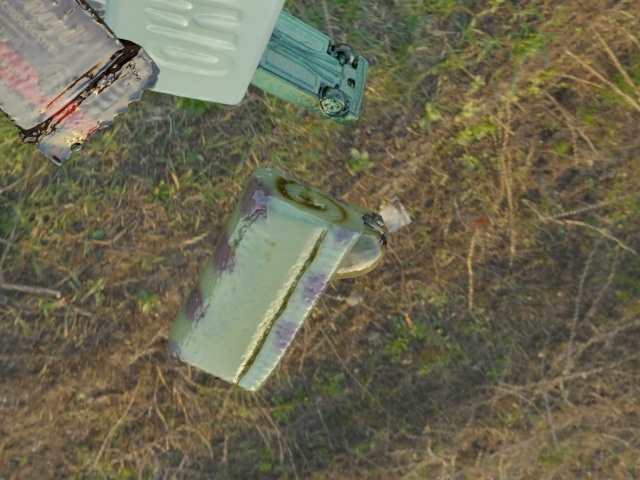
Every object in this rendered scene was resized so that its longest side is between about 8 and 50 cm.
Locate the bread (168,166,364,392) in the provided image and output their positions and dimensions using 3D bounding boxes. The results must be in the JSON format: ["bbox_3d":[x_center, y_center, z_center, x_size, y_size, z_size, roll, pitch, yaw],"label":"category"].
[{"bbox_3d":[-0.093,0.065,1.224,0.187,0.155,0.338,26,112,-11],"label":"bread"}]

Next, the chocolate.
[{"bbox_3d":[-0.149,-0.106,0.361,0.086,0.028,0.182,-44,147,0],"label":"chocolate"}]

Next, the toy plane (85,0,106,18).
[{"bbox_3d":[-0.321,-0.357,1.008,0.244,0.245,0.117,24,99,-20],"label":"toy plane"}]

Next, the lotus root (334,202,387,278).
[{"bbox_3d":[0.000,0.000,1.846,0.310,0.183,0.183,0,111,-3],"label":"lotus root"}]

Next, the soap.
[{"bbox_3d":[-0.087,-0.182,0.550,0.119,0.198,0.066,7,66,-16],"label":"soap"}]

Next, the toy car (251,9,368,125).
[{"bbox_3d":[-0.065,-0.312,1.316,0.320,0.097,0.141,23,62,-26],"label":"toy car"}]
